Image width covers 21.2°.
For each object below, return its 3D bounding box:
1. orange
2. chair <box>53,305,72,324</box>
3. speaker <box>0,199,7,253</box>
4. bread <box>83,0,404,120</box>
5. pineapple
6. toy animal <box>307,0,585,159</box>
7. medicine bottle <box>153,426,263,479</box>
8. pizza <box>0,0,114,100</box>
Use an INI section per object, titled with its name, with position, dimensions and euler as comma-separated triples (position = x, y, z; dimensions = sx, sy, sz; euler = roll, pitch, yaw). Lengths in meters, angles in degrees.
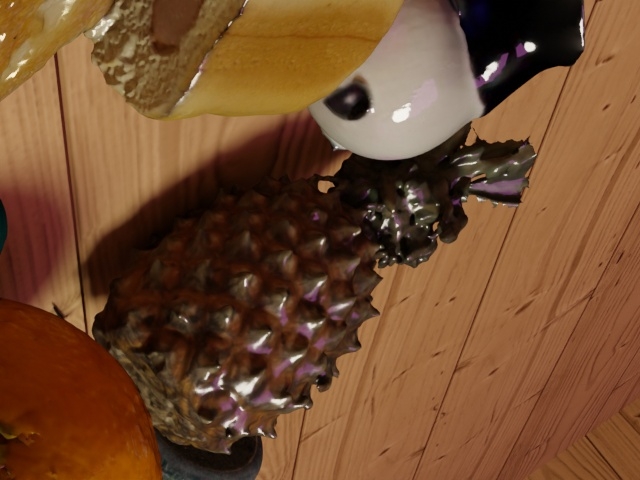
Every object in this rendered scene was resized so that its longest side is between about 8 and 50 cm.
[orange]
position = -0.219, 0.156, 1.050
dimensions = 0.246, 0.246, 0.246
euler = -34, 161, -14
[chair]
position = -0.192, 0.082, 1.240
dimensions = 0.042, 0.037, 0.086
euler = -23, 155, -9
[speaker]
position = -0.215, -0.023, 0.950
dimensions = 0.075, 0.060, 0.094
euler = -7, 108, -57
[bread]
position = -0.037, -0.134, 0.950
dimensions = 0.173, 0.085, 0.134
euler = -7, 140, -55
[pineapple]
position = 0.000, 0.000, 1.255
dimensions = 0.361, 0.175, 0.175
euler = -44, 165, -25
[toy animal]
position = 0.067, -0.134, 1.069
dimensions = 0.179, 0.138, 0.166
euler = -28, 170, -3
[medicine bottle]
position = -0.181, 0.238, 1.454
dimensions = 0.141, 0.141, 0.293
euler = -10, 146, -54
[pizza]
position = -0.188, -0.099, 0.833
dimensions = 0.262, 0.034, 0.181
euler = -48, 159, 23
